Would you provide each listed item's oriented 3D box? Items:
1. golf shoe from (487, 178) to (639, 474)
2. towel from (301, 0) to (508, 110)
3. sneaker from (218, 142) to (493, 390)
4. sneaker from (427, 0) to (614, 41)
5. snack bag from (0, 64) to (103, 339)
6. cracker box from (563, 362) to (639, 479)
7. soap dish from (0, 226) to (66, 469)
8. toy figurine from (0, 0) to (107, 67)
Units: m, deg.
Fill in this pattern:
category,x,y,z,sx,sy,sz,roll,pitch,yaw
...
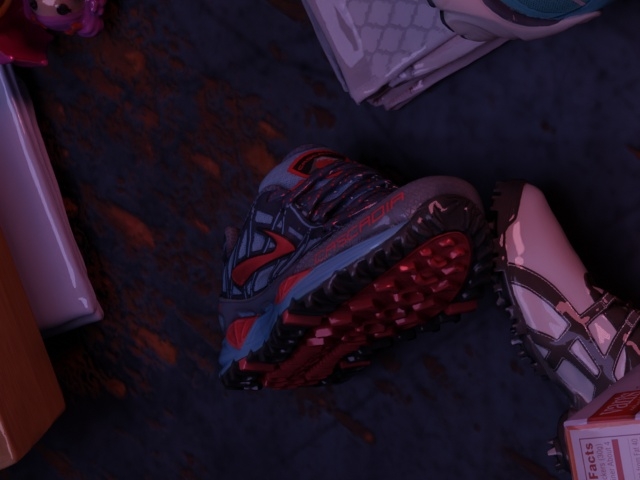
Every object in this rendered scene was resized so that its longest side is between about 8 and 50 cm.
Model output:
category,x,y,z,sx,sy,sz,roll,pitch,yaw
golf shoe,0.151,0.053,0.953,0.094,0.077,0.198,-22,85,18
towel,0.059,-0.274,0.950,0.317,0.053,0.331,-32,81,39
sneaker,0.000,0.000,1.000,0.262,0.104,0.125,-35,61,58
sneaker,0.083,-0.233,0.863,0.110,0.107,0.275,-13,99,21
snack bag,-0.313,-0.066,1.313,0.323,0.037,0.342,-21,87,40
cracker box,0.240,0.080,0.790,0.232,0.156,0.067,-8,96,27
soap dish,-0.313,0.071,1.246,0.291,0.118,0.229,-24,85,39
toy figurine,-0.176,-0.183,1.146,0.173,0.130,0.159,10,123,12
